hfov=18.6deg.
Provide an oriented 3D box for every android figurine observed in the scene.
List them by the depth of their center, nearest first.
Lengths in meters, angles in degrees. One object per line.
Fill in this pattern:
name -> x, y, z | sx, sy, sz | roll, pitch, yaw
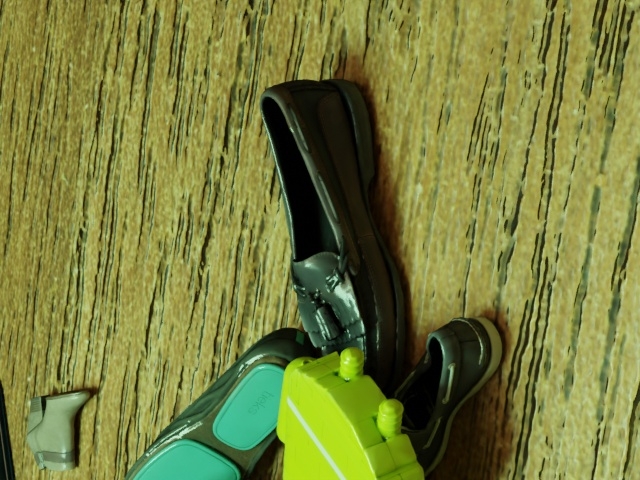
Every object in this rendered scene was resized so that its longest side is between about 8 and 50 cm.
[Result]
android figurine -> 0.031, 0.207, 1.694 | 0.248, 0.056, 0.273 | 52, 151, 37

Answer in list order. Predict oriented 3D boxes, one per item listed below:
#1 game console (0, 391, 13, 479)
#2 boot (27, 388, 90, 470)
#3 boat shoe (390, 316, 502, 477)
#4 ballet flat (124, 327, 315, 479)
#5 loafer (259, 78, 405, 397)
game console -> -0.493, 0.327, 2.325 | 0.173, 0.250, 0.293 | 128, 133, -72
boot -> -0.287, 0.213, 2.171 | 0.118, 0.042, 0.087 | -14, 86, 51
boat shoe -> 0.081, 0.144, 1.695 | 0.075, 0.065, 0.206 | 56, 131, 31
ballet flat -> -0.091, 0.183, 1.891 | 0.280, 0.095, 0.096 | -44, 15, 30
loafer -> 0.000, 0.000, 1.769 | 0.109, 0.095, 0.302 | -20, 75, 49
